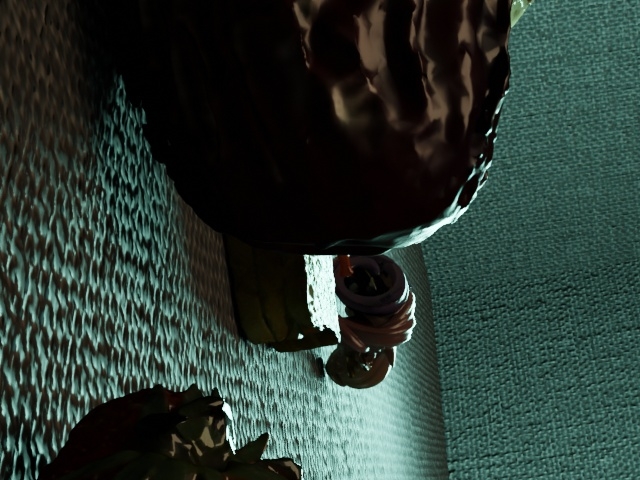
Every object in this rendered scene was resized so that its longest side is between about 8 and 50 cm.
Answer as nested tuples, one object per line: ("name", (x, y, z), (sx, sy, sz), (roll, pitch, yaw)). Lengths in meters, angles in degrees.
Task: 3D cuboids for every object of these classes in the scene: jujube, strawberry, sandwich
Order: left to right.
("strawberry", (-0.074, 0.137, 0.690), (0.131, 0.148, 0.131), (32, 27, -19))
("sandwich", (-0.032, 0.000, 1.356), (0.214, 0.065, 0.186), (32, 49, -82))
("jujube", (-0.010, -0.174, 1.003), (0.258, 0.258, 0.377), (34, 48, -81))

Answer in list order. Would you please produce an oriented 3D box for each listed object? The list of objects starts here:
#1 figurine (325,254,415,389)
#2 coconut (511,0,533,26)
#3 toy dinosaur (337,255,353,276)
("figurine", (0.049, 0.098, 1.706), (0.126, 0.114, 0.157), (-33, 125, -44))
("coconut", (0.108, -0.365, 2.013), (0.352, 0.352, 0.353), (-9, 90, -83))
("toy dinosaur", (-0.006, 0.002, 1.640), (0.279, 0.055, 0.101), (-82, 152, -63))
